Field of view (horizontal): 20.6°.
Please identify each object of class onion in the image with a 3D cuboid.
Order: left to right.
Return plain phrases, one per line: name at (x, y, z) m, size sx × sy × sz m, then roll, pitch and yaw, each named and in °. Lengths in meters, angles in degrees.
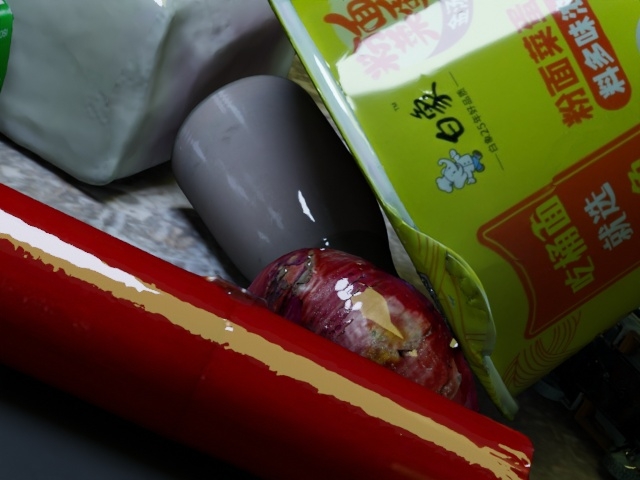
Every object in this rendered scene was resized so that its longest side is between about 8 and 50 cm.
onion at (-0.005, 0.087, 0.908) m, size 0.150 × 0.150 × 0.140 m, roll 38°, pitch 58°, yaw 26°

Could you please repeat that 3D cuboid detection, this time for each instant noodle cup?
instant noodle cup at (0.130, -0.076, 1.021) m, size 0.311 × 0.221 × 0.311 m, roll 60°, pitch 4°, yaw -7°

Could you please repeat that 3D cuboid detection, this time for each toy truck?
toy truck at (0.221, 0.104, 1.111) m, size 0.115 × 0.080 × 0.177 m, roll 9°, pitch 29°, yaw -42°

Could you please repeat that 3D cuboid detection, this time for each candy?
candy at (-0.208, -0.187, 1.211) m, size 0.359 × 0.145 × 0.208 m, roll 30°, pitch 25°, yaw 14°

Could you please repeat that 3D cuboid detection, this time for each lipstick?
lipstick at (-0.044, 0.055, 0.740) m, size 0.280 × 0.073 × 0.073 m, roll 25°, pitch 24°, yaw -2°

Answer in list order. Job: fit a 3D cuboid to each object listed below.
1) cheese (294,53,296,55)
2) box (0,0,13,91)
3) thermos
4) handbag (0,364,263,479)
cheese at (-0.088, -0.255, 1.376) m, size 0.266 × 0.233 × 0.127 m, roll 42°, pitch 18°, yaw 27°
box at (-0.326, -0.139, 1.057) m, size 0.250 × 0.103 × 0.180 m, roll 33°, pitch 26°, yaw 12°
thermos at (0.000, 0.000, 1.103) m, size 0.137 × 0.105 × 0.193 m, roll 46°, pitch 6°, yaw -49°
handbag at (-0.117, 0.110, 0.759) m, size 0.308 × 0.093 × 0.254 m, roll 40°, pitch 30°, yaw 30°
